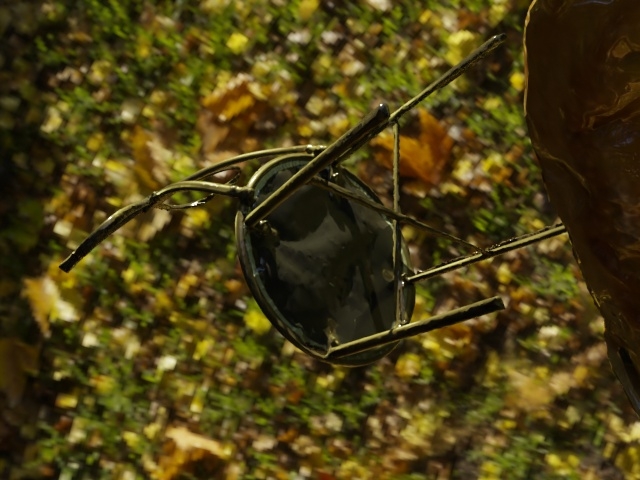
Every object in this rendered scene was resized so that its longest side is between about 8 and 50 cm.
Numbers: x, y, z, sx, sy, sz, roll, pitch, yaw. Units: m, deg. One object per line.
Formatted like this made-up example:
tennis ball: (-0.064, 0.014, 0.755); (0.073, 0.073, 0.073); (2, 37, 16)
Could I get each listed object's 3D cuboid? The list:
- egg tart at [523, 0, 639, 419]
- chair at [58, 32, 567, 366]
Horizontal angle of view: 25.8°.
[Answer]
egg tart: (0.193, -0.009, 0.340); (0.297, 0.132, 0.297); (24, 131, 30)
chair: (0.000, 0.000, 0.896); (0.326, 0.160, 0.170); (-28, 96, 45)
